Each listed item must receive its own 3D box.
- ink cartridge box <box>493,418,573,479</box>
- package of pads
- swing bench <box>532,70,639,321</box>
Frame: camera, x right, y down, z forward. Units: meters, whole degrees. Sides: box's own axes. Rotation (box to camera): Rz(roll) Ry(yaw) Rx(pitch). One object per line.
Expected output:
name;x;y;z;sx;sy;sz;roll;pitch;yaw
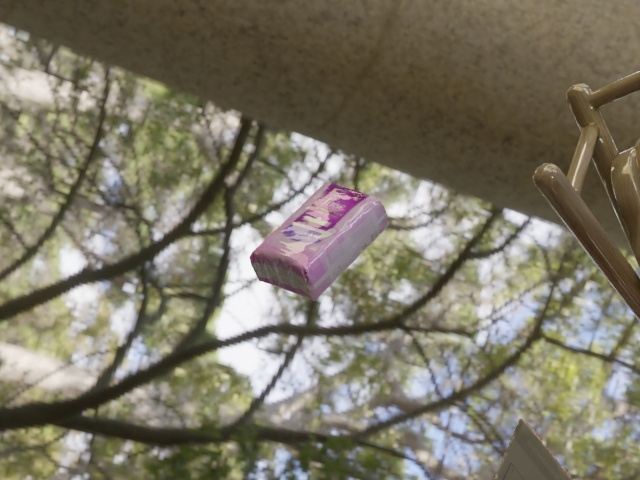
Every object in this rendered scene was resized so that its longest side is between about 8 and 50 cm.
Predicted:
ink cartridge box;0.173;0.239;0.719;0.189;0.066;0.232;52;-36;32
package of pads;0.000;0.000;0.714;0.050;0.032;0.083;19;-131;35
swing bench;0.320;-0.015;0.741;0.253;0.255;0.165;-22;-161;32
